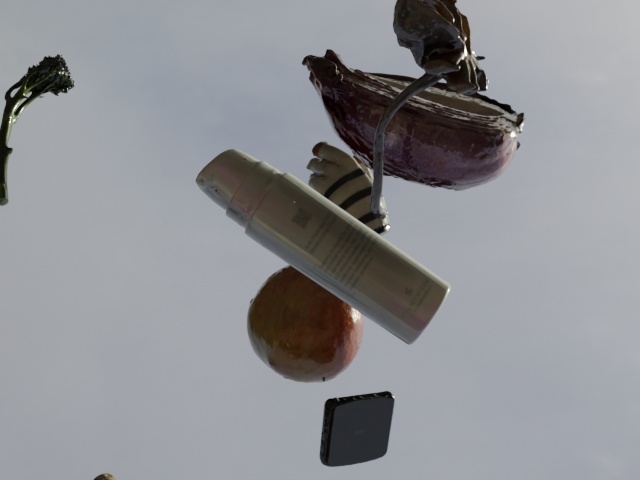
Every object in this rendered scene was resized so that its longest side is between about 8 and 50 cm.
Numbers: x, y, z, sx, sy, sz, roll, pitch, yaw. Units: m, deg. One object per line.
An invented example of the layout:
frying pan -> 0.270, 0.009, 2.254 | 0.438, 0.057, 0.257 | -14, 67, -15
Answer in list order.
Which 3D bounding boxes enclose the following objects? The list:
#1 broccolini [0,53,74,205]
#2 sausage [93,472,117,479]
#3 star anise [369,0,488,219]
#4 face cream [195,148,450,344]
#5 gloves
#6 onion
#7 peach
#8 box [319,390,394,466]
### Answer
broccolini -> -0.295, -0.112, 0.952 | 0.052, 0.054, 0.194 | 10, -124, 5
sausage -> -0.390, 0.539, 1.865 | 0.066, 0.065, 0.301 | -29, -154, -15
star anise -> 0.078, -0.144, 0.996 | 0.227, 0.218, 0.148 | -35, -142, 26
face cream -> 0.000, 0.000, 1.248 | 0.345, 0.102, 0.102 | 35, -131, 3
gloves -> 0.042, -0.094, 1.845 | 0.140, 0.218, 0.131 | -29, 174, 7
onion -> 0.098, -0.141, 1.171 | 0.284, 0.120, 0.227 | 22, -160, 10
peach -> -0.028, 0.133, 1.723 | 0.233, 0.232, 0.232 | -14, -148, 9
box -> 0.059, 0.309, 1.585 | 0.126, 0.125, 0.027 | -3, -160, -28
